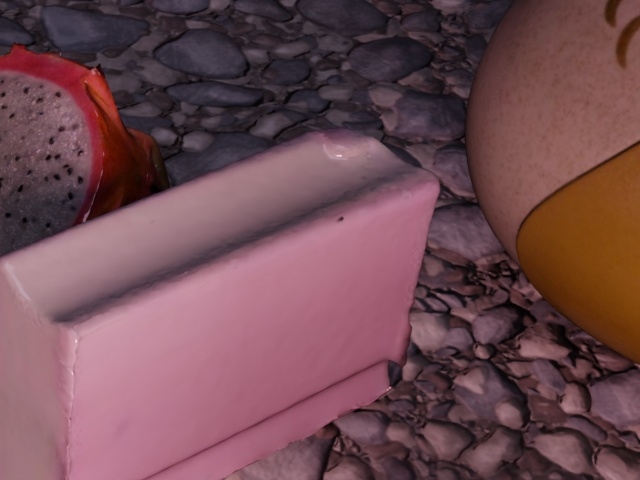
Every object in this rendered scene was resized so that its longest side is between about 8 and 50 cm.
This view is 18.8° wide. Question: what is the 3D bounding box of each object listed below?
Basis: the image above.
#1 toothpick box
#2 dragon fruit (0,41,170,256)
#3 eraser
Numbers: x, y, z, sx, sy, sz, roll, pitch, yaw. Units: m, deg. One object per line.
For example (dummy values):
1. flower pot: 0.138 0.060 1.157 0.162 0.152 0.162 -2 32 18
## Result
1. toothpick box: 0.374 -0.063 1.714 0.409 0.409 0.425 -27 50 -35
2. dragon fruit: -0.255 0.004 1.661 0.305 0.226 0.305 -10 58 16
3. eraser: -0.089 0.076 1.555 0.359 0.272 0.122 -26 51 -33
